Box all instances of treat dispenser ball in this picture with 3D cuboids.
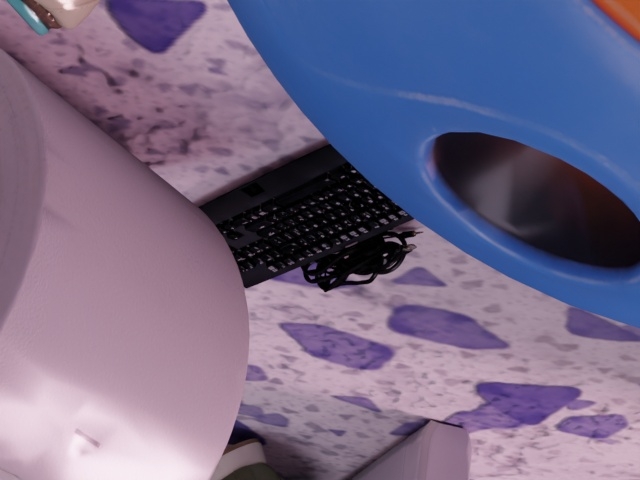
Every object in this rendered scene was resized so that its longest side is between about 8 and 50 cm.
[{"bbox_3d":[0.106,-0.120,0.419,0.288,0.288,0.288,7,156,3],"label":"treat dispenser ball"}]

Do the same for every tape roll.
[{"bbox_3d":[-0.179,0.042,0.928,0.246,0.246,0.169,-7,151,31],"label":"tape roll"}]

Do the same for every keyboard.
[{"bbox_3d":[0.000,0.000,1.025,0.100,0.038,0.192,23,153,-30],"label":"keyboard"}]

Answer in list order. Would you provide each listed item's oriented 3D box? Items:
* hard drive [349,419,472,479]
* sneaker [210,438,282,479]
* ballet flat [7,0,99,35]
[{"bbox_3d":[0.025,0.267,1.400,0.040,0.203,0.307,14,155,-15],"label":"hard drive"},{"bbox_3d":[-0.041,0.218,1.437,0.064,0.086,0.192,-25,154,-7],"label":"sneaker"},{"bbox_3d":[-0.136,-0.161,0.677,0.086,0.086,0.248,-4,156,26],"label":"ballet flat"}]
